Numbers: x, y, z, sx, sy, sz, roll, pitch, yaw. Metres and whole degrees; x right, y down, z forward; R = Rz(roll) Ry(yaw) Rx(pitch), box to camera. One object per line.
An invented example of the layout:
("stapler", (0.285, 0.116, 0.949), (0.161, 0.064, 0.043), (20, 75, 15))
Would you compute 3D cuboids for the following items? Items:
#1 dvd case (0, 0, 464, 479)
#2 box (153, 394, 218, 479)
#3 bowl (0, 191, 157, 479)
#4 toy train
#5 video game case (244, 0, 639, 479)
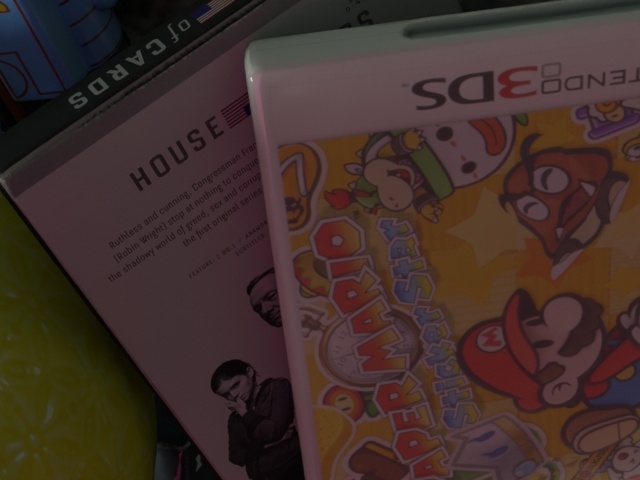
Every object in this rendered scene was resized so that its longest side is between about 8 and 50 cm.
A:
("dvd case", (0.000, 0.000, 0.534), (0.029, 0.179, 0.238), (44, 167, 46))
("box", (-0.114, 0.100, 0.701), (0.158, 0.156, 0.093), (9, 110, 15))
("bowl", (-0.194, 0.102, 0.487), (0.289, 0.289, 0.156), (36, -179, -21))
("toy train", (-0.133, -0.104, 0.527), (0.105, 0.080, 0.184), (-2, 139, 19))
("video game case", (0.087, 0.015, 0.508), (0.206, 0.026, 0.227), (-8, 127, -1))
